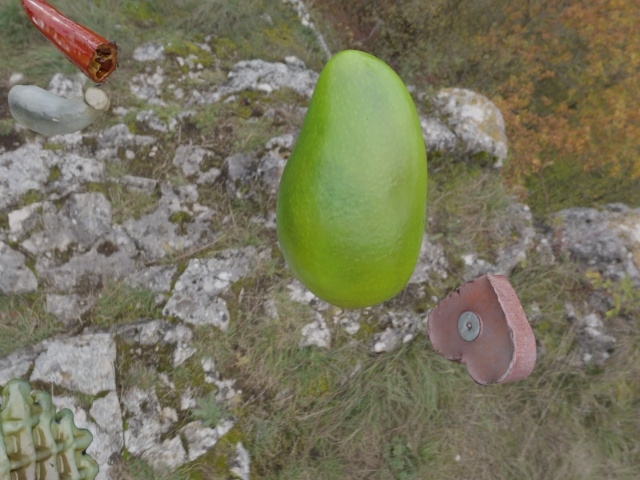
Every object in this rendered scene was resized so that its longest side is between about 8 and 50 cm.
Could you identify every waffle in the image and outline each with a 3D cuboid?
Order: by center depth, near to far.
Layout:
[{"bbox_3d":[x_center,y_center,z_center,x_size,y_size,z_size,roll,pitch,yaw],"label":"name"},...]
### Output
[{"bbox_3d":[-0.377,0.357,0.700,0.056,0.292,0.309,-13,36,6],"label":"waffle"}]

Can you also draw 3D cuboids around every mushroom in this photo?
[{"bbox_3d":[-0.618,-0.308,1.294,0.270,0.118,0.103,8,16,16],"label":"mushroom"}]

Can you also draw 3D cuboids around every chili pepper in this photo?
[{"bbox_3d":[-0.411,-0.333,0.871,0.169,0.088,0.065,38,57,0],"label":"chili pepper"}]

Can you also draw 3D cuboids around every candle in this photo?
[{"bbox_3d":[0.452,0.228,1.510,0.131,0.317,0.287,2,101,-33],"label":"candle"}]

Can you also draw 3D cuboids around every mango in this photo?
[{"bbox_3d":[0.039,-0.062,0.684,0.192,0.343,0.156,-5,30,-8],"label":"mango"}]
